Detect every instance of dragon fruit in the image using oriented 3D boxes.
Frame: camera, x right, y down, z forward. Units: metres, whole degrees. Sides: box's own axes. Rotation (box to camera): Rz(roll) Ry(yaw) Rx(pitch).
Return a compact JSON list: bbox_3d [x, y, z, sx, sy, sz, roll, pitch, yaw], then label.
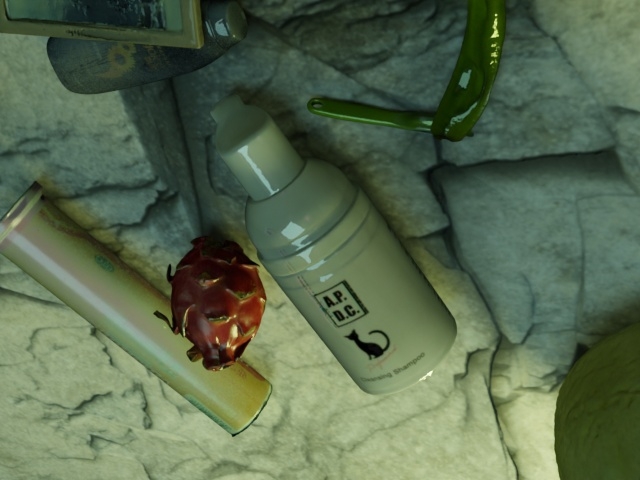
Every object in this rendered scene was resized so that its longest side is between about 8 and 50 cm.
[{"bbox_3d":[-0.127,0.080,1.252,0.136,0.166,0.133,-15,165,26],"label":"dragon fruit"}]

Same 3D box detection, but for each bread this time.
[{"bbox_3d":[0.412,0.230,1.102,0.320,0.237,0.321,4,139,3],"label":"bread"}]

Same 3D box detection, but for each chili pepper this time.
[{"bbox_3d":[0.151,-0.185,0.983,0.051,0.050,0.202,25,135,22],"label":"chili pepper"}]

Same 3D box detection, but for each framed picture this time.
[{"bbox_3d":[-0.243,-0.358,0.985,0.247,0.022,0.335,9,122,18],"label":"framed picture"}]

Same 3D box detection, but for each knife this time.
[{"bbox_3d":[0.073,-0.132,1.076,0.184,0.022,0.026,11,156,12],"label":"knife"}]

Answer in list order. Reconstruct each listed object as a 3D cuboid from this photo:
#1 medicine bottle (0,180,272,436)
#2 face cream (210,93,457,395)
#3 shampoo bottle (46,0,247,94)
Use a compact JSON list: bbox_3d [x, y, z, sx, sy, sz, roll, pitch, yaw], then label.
[{"bbox_3d":[-0.250,0.099,1.342,0.426,0.108,0.108,42,130,-16],"label":"medicine bottle"},{"bbox_3d":[0.000,0.000,1.128,0.145,0.145,0.370,-22,118,34],"label":"face cream"},{"bbox_3d":[-0.189,-0.215,1.093,0.233,0.049,0.087,-7,123,26],"label":"shampoo bottle"}]
